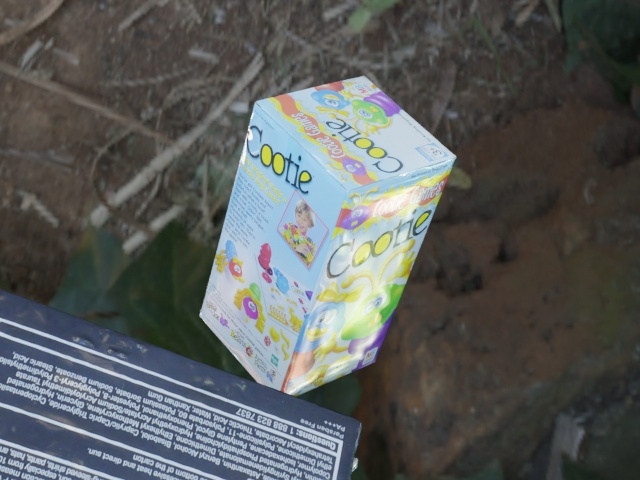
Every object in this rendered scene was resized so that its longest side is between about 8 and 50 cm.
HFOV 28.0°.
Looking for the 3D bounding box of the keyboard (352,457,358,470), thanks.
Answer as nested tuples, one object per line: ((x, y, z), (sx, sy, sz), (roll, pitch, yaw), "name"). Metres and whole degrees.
((-0.049, 0.261, 1.469), (0.256, 0.072, 0.014), (-6, 112, 59), "keyboard")

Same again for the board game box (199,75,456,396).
((0.000, 0.000, 1.263), (0.142, 0.144, 0.275), (-19, 141, -37), "board game box")

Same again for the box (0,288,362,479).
((-0.155, 0.235, 0.876), (0.296, 0.294, 0.183), (22, 136, -10), "box")
